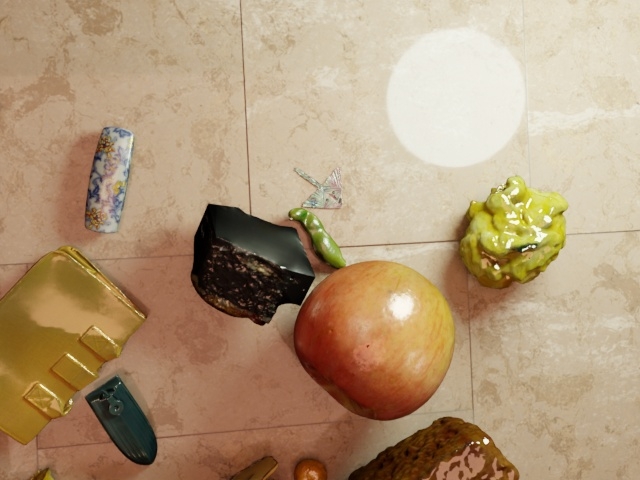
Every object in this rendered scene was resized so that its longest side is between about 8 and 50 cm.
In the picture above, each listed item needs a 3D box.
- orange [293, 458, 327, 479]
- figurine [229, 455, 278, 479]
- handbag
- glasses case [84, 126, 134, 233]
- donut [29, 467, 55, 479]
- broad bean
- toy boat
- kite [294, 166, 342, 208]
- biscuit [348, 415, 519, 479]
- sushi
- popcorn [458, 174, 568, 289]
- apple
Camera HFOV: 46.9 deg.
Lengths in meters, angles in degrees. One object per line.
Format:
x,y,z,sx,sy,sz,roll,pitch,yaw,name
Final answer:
-0.023,0.571,1.790,0.083,0.070,0.083,0,90,3,orange
-0.099,0.658,1.722,0.208,0.181,0.257,-31,95,-7,figurine
-0.620,0.235,1.664,0.283,0.133,0.401,45,84,-12,handbag
-0.489,-0.140,1.705,0.086,0.065,0.248,9,90,-7,glasses case
-0.703,0.637,1.640,0.259,0.152,0.101,-33,103,-5,donut
0.000,0.000,1.791,0.214,0.048,0.070,47,42,-14,broad bean
-0.452,0.428,1.716,0.093,0.103,0.246,-34,110,-21,toy boat
0.001,-0.136,1.815,0.152,0.005,0.137,45,82,-7,kite
0.222,0.565,1.697,0.395,0.342,0.166,-33,91,-10,biscuit
-0.171,0.071,1.685,0.227,0.215,0.212,15,115,-24,sushi
0.468,-0.021,1.794,0.286,0.215,0.252,-37,64,-8,popcorn
0.129,0.216,1.664,0.363,0.364,0.364,0,91,-9,apple
